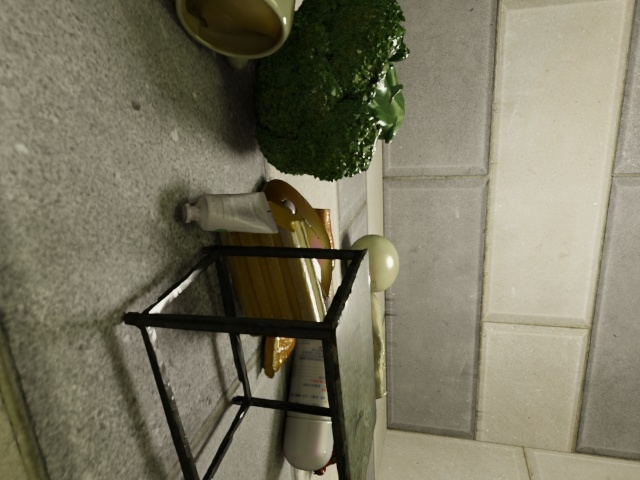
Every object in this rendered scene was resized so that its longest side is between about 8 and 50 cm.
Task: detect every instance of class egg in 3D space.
[{"bbox_3d":[0.213,0.097,1.823,0.219,0.219,0.269,-70,156,-50],"label":"egg"}]

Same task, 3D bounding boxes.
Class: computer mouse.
[{"bbox_3d":[-0.038,-0.001,1.007,0.310,0.072,0.158,56,29,-35],"label":"computer mouse"}]

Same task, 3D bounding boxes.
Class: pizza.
[{"bbox_3d":[-0.093,0.224,1.029,0.131,0.041,0.178,37,55,-69],"label":"pizza"}]

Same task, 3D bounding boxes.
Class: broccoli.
[{"bbox_3d":[0.016,-0.288,0.856,0.310,0.321,0.413,54,34,-56],"label":"broccoli"}]

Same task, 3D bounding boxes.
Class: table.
[{"bbox_3d":[-0.071,0.200,0.661,0.222,0.272,0.335,-59,146,-62],"label":"table"}]

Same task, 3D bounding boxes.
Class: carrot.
[{"bbox_3d":[0.000,0.000,1.288,0.087,0.087,0.193,10,76,-75],"label":"carrot"}]

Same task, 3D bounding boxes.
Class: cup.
[{"bbox_3d":[-0.103,-0.392,0.685,0.255,0.173,0.202,42,52,-70],"label":"cup"}]

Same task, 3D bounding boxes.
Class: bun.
[{"bbox_3d":[0.118,0.360,1.524,0.364,0.202,0.364,-4,90,-80],"label":"bun"}]

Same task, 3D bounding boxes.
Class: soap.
[{"bbox_3d":[-0.085,0.050,0.780,0.073,0.140,0.232,-46,124,-67],"label":"soap"}]

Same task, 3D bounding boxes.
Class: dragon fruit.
[{"bbox_3d":[0.019,0.656,1.388,0.142,0.175,0.138,27,50,-40],"label":"dragon fruit"}]

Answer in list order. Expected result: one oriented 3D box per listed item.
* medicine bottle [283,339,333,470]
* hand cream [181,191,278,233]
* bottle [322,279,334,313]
[{"bbox_3d":[-0.018,0.407,1.151,0.130,0.130,0.341,58,35,-64],"label":"medicine bottle"},{"bbox_3d":[-0.141,-0.042,0.685,0.053,0.142,0.084,-52,-129,44],"label":"hand cream"},{"bbox_3d":[-0.015,0.105,1.210,0.110,0.097,0.209,-99,-177,-66],"label":"bottle"}]
